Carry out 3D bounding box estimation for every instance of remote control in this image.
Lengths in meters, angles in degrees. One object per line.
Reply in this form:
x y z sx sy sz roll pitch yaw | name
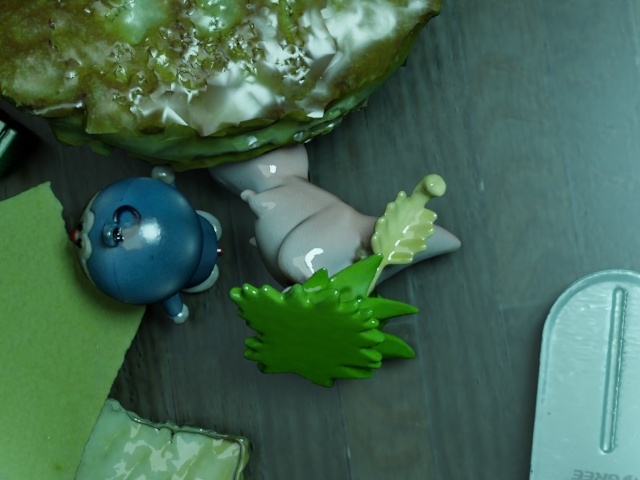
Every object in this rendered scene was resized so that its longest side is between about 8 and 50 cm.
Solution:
0.197 0.143 0.897 0.104 0.052 0.247 6 86 12 | remote control

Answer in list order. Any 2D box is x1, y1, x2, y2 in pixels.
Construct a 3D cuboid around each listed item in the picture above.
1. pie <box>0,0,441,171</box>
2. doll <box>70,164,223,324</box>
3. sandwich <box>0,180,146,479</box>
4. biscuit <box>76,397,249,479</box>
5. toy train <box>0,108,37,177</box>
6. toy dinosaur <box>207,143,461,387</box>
-0.070 -0.195 0.919 0.354 0.103 0.288 -18 68 -4 | pie
-0.116 0.002 0.914 0.085 0.152 0.114 1 87 17 | doll
-0.244 0.042 0.885 0.063 0.245 0.212 -17 44 45 | sandwich
-0.197 0.191 0.971 0.273 0.036 0.187 19 88 11 | biscuit
-0.306 -0.048 0.997 0.111 0.071 0.170 36 94 2 | toy train
0.003 0.004 0.927 0.194 0.152 0.177 1 56 16 | toy dinosaur
